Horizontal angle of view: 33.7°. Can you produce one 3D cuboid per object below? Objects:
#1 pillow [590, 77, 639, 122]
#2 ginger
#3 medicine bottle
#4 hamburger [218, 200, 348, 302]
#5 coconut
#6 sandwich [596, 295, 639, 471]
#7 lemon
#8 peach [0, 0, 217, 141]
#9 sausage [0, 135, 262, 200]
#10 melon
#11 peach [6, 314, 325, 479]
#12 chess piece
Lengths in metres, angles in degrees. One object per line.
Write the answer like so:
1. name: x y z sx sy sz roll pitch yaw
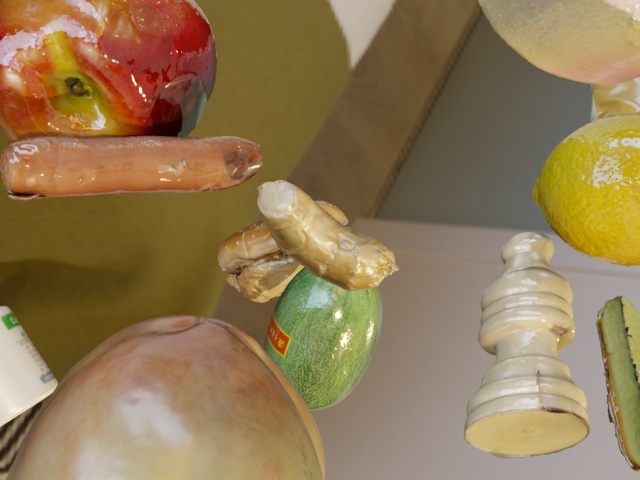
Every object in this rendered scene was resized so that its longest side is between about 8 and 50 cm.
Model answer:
1. pillow: 0.558 -0.178 1.653 0.310 0.119 0.312 9 71 -11
2. ginger: 0.001 -0.002 1.237 0.190 0.095 0.069 32 41 -2
3. medicine bottle: -0.503 0.155 1.544 0.139 0.139 0.237 -35 91 -42
4. hamburger: -0.053 0.013 1.965 0.286 0.243 0.146 -16 79 -38
5. coconut: 0.252 -0.248 0.878 0.233 0.245 0.233 1 88 -25
6. sandwich: 0.495 0.215 1.558 0.212 0.063 0.245 11 66 -45
7. lemon: 0.375 -0.060 1.289 0.187 0.244 0.186 -14 106 -62
8. peach: -0.332 -0.267 1.683 0.406 0.310 0.335 -28 137 -64
9. sausage: -0.266 -0.111 1.564 0.419 0.094 0.094 -4 131 -38
10. melon: 0.000 0.161 1.718 0.182 0.182 0.287 -4 119 -49
11. peach: -0.120 0.200 0.797 0.292 0.247 0.292 179 -90 -90
12. chess piece: 0.261 0.116 1.359 0.124 0.139 0.307 29 46 -24
